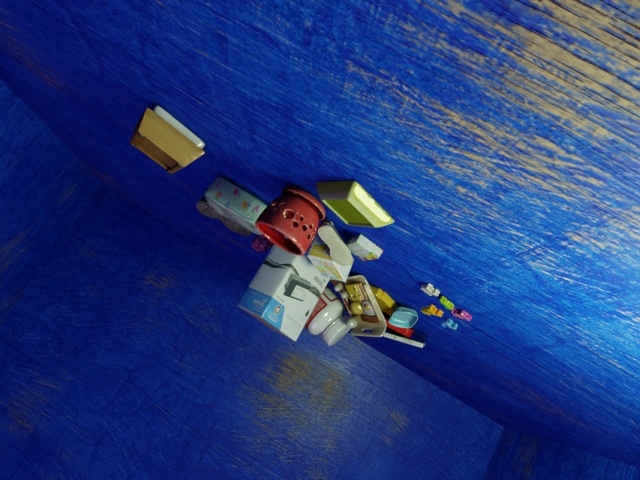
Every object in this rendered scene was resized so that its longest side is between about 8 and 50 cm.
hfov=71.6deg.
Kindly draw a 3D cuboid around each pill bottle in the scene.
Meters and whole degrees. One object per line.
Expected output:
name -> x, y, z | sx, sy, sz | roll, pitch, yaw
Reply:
pill bottle -> -0.028, 0.328, 2.269 | 0.408, 0.229, 0.229 | 46, 170, 22

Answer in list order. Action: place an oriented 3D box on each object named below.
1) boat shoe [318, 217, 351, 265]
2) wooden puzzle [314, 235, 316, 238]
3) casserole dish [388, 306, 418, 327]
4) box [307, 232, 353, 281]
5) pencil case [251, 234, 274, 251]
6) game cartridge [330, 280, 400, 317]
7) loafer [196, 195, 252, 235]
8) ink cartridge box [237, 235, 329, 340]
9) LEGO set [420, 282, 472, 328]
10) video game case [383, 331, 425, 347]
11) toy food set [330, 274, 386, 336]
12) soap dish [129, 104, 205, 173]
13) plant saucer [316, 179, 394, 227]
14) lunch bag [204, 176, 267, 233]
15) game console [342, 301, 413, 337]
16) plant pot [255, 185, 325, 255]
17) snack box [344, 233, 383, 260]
boat shoe -> 0.057, 0.006, 1.574 | 0.075, 0.065, 0.206 | -18, 127, 22
wooden puzzle -> 0.000, 0.000, 1.805 | 0.116, 0.014, 0.078 | 41, 166, -32
casserole dish -> 0.379, 0.349, 2.028 | 0.114, 0.037, 0.188 | 13, 148, 2
box -> 0.043, 0.068, 1.731 | 0.114, 0.103, 0.203 | 12, 158, 24
pencil case -> -0.288, 0.011, 2.248 | 0.098, 0.095, 0.209 | 19, 170, -15
game cartridge -> 0.236, 0.278, 2.159 | 0.323, 0.053, 0.285 | 12, 155, 45
loafer -> -0.448, -0.132, 2.152 | 0.302, 0.095, 0.109 | 28, 135, -4
ink cartridge box -> -0.136, 0.196, 1.958 | 0.166, 0.395, 0.285 | 16, 158, 39
LEGO set -> 0.430, 0.251, 1.626 | 0.227, 0.087, 0.093 | 38, 163, -17
video game case -> 0.454, 0.530, 2.384 | 0.206, 0.026, 0.227 | 13, 174, 19
toy food set -> 0.153, 0.299, 2.035 | 0.219, 0.092, 0.306 | -12, 106, 53
soap dish -> -0.557, -0.349, 1.591 | 0.229, 0.118, 0.291 | 39, 164, -24
plant saucer -> 0.088, -0.096, 1.281 | 0.188, 0.045, 0.188 | 41, 162, -30
lunch bag -> -0.340, -0.140, 1.840 | 0.279, 0.108, 0.224 | 31, 167, 4
game console -> 0.272, 0.399, 2.329 | 0.342, 0.060, 0.386 | 29, 169, -15
plant pot -> -0.092, -0.072, 1.454 | 0.191, 0.174, 0.191 | 29, 165, 9
snack box -> 0.146, 0.027, 1.562 | 0.100, 0.037, 0.141 | 36, 164, -9
